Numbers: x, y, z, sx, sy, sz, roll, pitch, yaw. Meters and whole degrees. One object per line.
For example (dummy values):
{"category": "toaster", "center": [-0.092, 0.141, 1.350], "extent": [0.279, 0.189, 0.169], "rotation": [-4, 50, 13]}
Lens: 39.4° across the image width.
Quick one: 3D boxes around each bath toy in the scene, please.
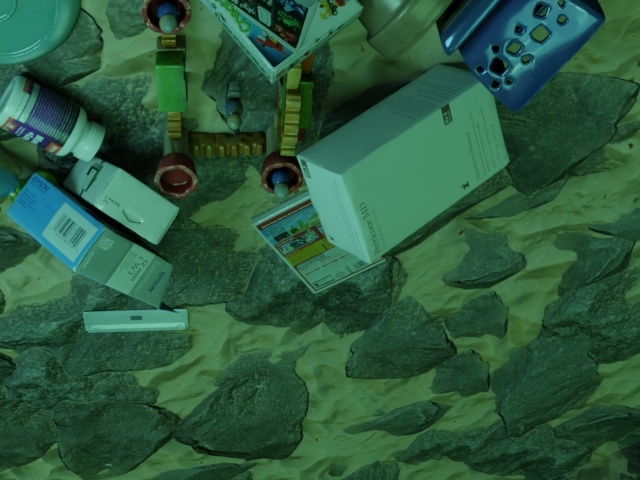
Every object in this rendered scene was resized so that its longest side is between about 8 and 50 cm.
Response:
{"category": "bath toy", "center": [-0.759, -0.055, 1.872], "extent": [0.348, 0.151, 0.129], "rotation": [-39, 88, 30]}

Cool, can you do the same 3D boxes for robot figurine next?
{"category": "robot figurine", "center": [-0.601, -0.104, 1.884], "extent": [0.115, 0.067, 0.101], "rotation": [-32, 157, 21]}

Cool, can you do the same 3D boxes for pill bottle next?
{"category": "pill bottle", "center": [-0.525, -0.231, 1.744], "extent": [0.193, 0.108, 0.108], "rotation": [28, 124, -29]}

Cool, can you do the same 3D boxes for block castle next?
{"category": "block castle", "center": [-0.167, -0.282, 1.673], "extent": [0.303, 0.212, 0.453], "rotation": [-1, 133, -7]}

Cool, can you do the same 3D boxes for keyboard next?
{"category": "keyboard", "center": [-0.460, 0.199, 2.235], "extent": [0.256, 0.014, 0.072], "rotation": [-1, 129, -7]}

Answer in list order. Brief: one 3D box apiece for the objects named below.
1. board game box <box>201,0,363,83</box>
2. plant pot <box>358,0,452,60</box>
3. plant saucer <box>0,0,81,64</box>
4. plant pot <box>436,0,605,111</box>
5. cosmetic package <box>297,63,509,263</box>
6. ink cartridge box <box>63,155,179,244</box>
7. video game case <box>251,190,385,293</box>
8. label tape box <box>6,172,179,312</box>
{"category": "board game box", "center": [-0.102, -0.433, 1.466], "extent": [0.193, 0.305, 0.053], "rotation": [-39, 176, -12]}
{"category": "plant pot", "center": [0.113, -0.480, 1.527], "extent": [0.229, 0.263, 0.263], "rotation": [37, 121, -12]}
{"category": "plant saucer", "center": [-0.589, -0.439, 1.584], "extent": [0.318, 0.043, 0.317], "rotation": [-4, 134, -5]}
{"category": "plant pot", "center": [0.335, -0.414, 1.610], "extent": [0.212, 0.236, 0.236], "rotation": [29, 123, -22]}
{"category": "cosmetic package", "center": [0.166, -0.156, 1.737], "extent": [0.385, 0.156, 0.217], "rotation": [-37, 126, -21]}
{"category": "ink cartridge box", "center": [-0.406, -0.088, 1.815], "extent": [0.160, 0.219, 0.092], "rotation": [36, 82, -35]}
{"category": "video game case", "center": [0.000, 0.000, 2.095], "extent": [0.204, 0.025, 0.285], "rotation": [-26, 132, 17]}
{"category": "label tape box", "center": [-0.445, 0.015, 1.874], "extent": [0.115, 0.249, 0.348], "rotation": [-57, 148, -1]}
